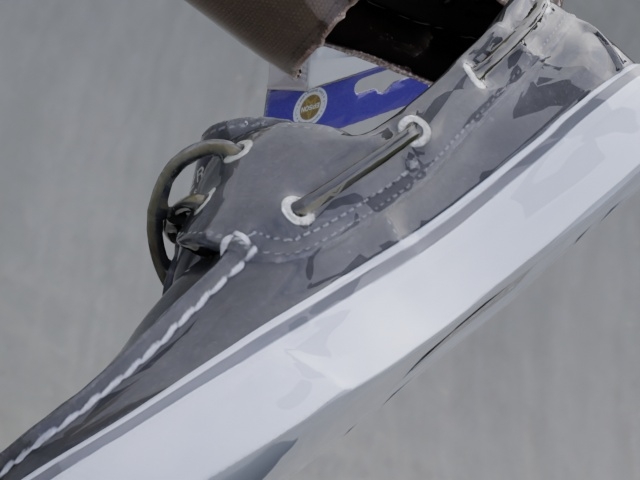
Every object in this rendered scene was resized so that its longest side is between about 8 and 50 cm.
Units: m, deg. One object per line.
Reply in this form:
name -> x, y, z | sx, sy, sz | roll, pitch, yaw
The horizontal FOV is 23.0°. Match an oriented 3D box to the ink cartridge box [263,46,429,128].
ink cartridge box -> 0.062, -0.171, 1.003 | 0.223, 0.224, 0.045 | -22, 41, -37

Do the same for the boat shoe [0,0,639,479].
boat shoe -> 0.000, 0.000, 0.379 | 0.076, 0.228, 0.080 | 49, -31, 10

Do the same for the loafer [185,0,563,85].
loafer -> -0.013, -0.154, 0.750 | 0.366, 0.134, 0.130 | 11, 53, -30
